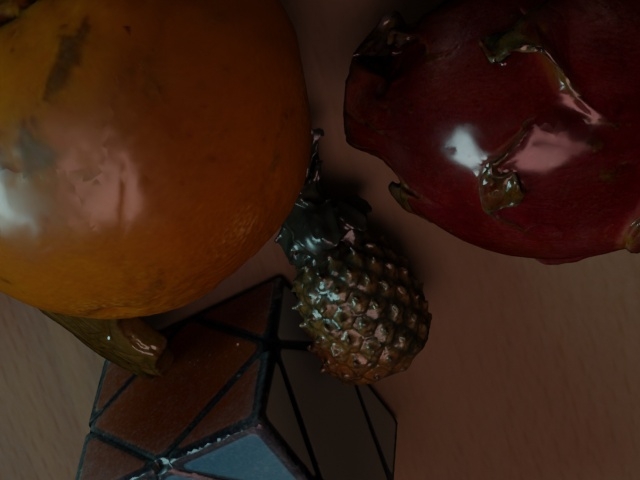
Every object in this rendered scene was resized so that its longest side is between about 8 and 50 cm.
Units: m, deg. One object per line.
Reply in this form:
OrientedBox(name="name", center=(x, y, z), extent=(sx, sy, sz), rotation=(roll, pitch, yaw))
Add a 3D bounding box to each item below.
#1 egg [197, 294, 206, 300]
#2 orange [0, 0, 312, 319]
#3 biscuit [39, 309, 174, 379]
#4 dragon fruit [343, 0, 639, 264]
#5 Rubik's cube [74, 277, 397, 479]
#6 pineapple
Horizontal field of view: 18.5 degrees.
OrientedBox(name="egg", center=(-0.146, 0.008, 1.657), extent=(0.135, 0.103, 0.103), rotation=(13, 126, -6))
OrientedBox(name="orange", center=(-0.156, -0.089, 1.465), extent=(0.312, 0.312, 0.312), rotation=(2, 126, 3))
OrientedBox(name="biscuit", center=(-0.200, 0.059, 1.648), extent=(0.182, 0.215, 0.034), rotation=(38, 77, -12))
OrientedBox(name="dragon fruit", center=(0.177, -0.096, 1.484), extent=(0.315, 0.250, 0.250), rotation=(21, 125, -6))
OrientedBox(name="Rubik's cube", center=(-0.070, 0.195, 1.725), extent=(0.205, 0.207, 0.205), rotation=(-27, 120, 21))
OrientedBox(name="pineapple", center=(0.000, 0.000, 1.644), extent=(0.125, 0.125, 0.251), rotation=(-20, 117, 18))
